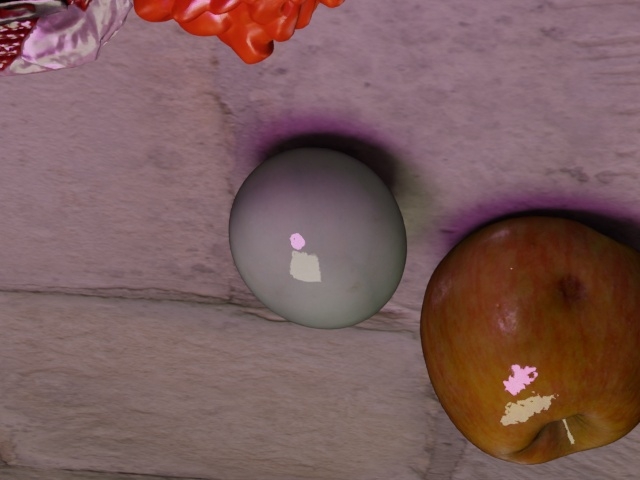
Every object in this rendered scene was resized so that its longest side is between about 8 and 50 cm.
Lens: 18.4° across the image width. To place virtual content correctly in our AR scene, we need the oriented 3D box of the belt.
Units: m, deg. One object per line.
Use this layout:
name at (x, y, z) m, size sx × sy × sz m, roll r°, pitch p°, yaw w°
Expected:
belt at (-0.243, -0.216, 1.575) m, size 0.201 × 0.124 × 0.128 m, roll -5°, pitch 134°, yaw 9°

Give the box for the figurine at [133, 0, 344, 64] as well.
figurine at (-0.045, -0.306, 1.273) m, size 0.306 × 0.241 × 0.412 m, roll -11°, pitch 141°, yaw 11°

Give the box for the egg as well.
egg at (0.000, 0.000, 1.927) m, size 0.168 × 0.168 × 0.231 m, roll -4°, pitch 157°, yaw 17°

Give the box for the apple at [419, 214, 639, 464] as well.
apple at (0.232, 0.109, 2.034) m, size 0.264 × 0.264 × 0.264 m, roll 3°, pitch 154°, yaw 2°
